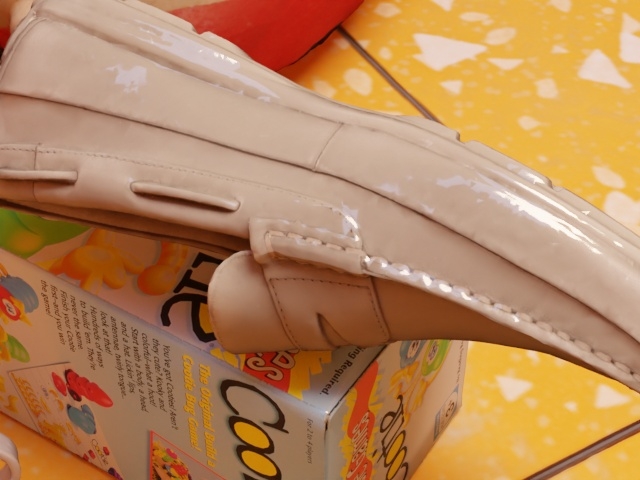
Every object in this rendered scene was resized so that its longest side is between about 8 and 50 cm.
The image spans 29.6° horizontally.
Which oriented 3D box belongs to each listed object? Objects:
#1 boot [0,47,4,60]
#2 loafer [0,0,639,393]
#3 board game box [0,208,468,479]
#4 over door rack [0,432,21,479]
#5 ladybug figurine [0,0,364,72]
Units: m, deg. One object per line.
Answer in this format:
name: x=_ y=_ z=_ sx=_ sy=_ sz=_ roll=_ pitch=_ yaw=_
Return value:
boot: x=-0.357 y=-0.105 z=0.793 sx=0.203 sy=0.095 sz=0.262 roll=14 pitch=44 yaw=14
loafer: x=0.000 y=0.000 z=0.482 sx=0.319 sy=0.112 sz=0.111 roll=24 pitch=85 yaw=21
board game box: x=-0.075 y=0.028 z=0.618 sx=0.275 sy=0.144 sz=0.142 roll=24 pitch=49 yaw=23
over door rack: x=-0.266 y=0.198 z=0.468 sx=0.324 sy=0.108 sz=0.239 roll=-13 pitch=44 yaw=-13
ladybug figurine: x=-0.072 y=-0.223 z=0.849 sx=0.305 sy=0.162 sz=0.449 roll=8 pitch=39 yaw=28
